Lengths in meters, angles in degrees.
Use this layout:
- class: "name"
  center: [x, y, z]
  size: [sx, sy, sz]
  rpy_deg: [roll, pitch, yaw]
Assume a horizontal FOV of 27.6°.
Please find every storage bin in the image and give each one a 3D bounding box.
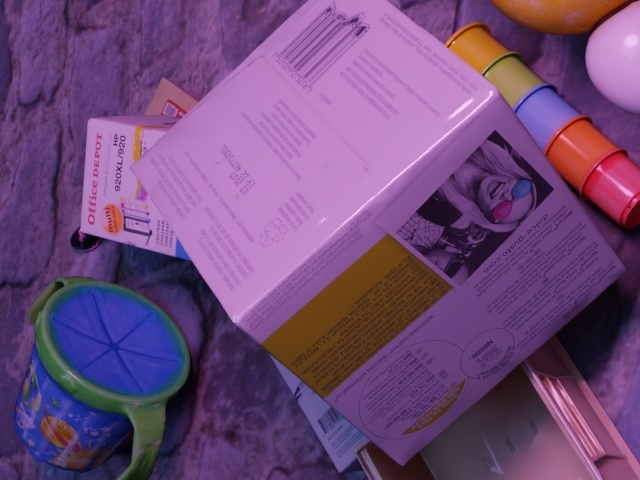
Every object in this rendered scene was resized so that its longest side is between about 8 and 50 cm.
- class: "storage bin"
  center: [0.217, 0.281, 1.530]
  size: [0.262, 0.123, 0.260]
  rpy_deg: [-44, 61, 27]

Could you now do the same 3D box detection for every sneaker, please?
- class: "sneaker"
  center: [-0.364, -0.017, 2.061]
  size: [0.119, 0.057, 0.047]
  rpy_deg: [-25, 73, 36]

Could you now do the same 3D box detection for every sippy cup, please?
- class: "sippy cup"
  center: [-0.343, 0.218, 1.933]
  size: [0.224, 0.240, 0.305]
  rpy_deg: [-56, 17, 33]

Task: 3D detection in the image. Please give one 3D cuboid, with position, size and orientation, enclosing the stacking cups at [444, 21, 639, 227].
- class: "stacking cups"
  center: [0.271, -0.140, 1.542]
  size: [0.316, 0.096, 0.096]
  rpy_deg: [44, 113, 31]

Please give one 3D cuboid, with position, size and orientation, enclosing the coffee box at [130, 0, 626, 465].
- class: "coffee box"
  center: [0.061, -0.026, 1.443]
  size: [0.338, 0.334, 0.338]
  rpy_deg: [-42, 41, 3]

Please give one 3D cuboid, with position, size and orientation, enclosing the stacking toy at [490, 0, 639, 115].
- class: "stacking toy"
  center: [0.256, -0.343, 1.373]
  size: [0.350, 0.350, 0.480]
  rpy_deg: [-37, 81, 30]

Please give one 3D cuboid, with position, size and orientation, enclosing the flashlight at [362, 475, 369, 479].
- class: "flashlight"
  center: [0.018, 0.418, 1.690]
  size: [0.304, 0.103, 0.103]
  rpy_deg: [-52, 57, 24]

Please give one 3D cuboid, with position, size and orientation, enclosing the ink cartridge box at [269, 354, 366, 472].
- class: "ink cartridge box"
  center: [0.044, 0.174, 1.699]
  size: [0.153, 0.087, 0.208]
  rpy_deg: [-47, 60, 26]

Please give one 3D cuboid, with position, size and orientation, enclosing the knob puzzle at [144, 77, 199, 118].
- class: "knob puzzle"
  center: [-0.208, -0.119, 1.958]
  size: [0.213, 0.030, 0.213]
  rpy_deg: [3, 96, 32]

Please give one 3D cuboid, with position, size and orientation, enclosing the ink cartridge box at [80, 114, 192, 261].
- class: "ink cartridge box"
  center: [-0.195, -0.076, 1.834]
  size: [0.232, 0.168, 0.171]
  rpy_deg: [13, 102, 32]
